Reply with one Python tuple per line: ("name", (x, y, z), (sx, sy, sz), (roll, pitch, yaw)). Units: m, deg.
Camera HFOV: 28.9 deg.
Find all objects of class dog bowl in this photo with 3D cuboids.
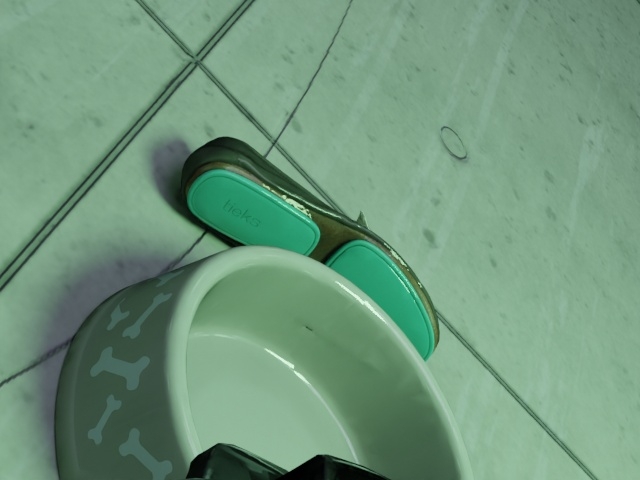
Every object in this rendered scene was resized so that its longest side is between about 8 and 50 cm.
("dog bowl", (-0.020, 0.157, 0.905), (0.349, 0.102, 0.349), (34, 37, -30))

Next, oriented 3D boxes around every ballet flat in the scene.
("ballet flat", (0.000, 0.000, 1.091), (0.280, 0.095, 0.096), (41, 22, -20))

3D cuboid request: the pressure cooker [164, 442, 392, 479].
("pressure cooker", (-0.075, 0.289, 0.411), (0.375, 0.420, 0.370), (-8, 65, -55))
